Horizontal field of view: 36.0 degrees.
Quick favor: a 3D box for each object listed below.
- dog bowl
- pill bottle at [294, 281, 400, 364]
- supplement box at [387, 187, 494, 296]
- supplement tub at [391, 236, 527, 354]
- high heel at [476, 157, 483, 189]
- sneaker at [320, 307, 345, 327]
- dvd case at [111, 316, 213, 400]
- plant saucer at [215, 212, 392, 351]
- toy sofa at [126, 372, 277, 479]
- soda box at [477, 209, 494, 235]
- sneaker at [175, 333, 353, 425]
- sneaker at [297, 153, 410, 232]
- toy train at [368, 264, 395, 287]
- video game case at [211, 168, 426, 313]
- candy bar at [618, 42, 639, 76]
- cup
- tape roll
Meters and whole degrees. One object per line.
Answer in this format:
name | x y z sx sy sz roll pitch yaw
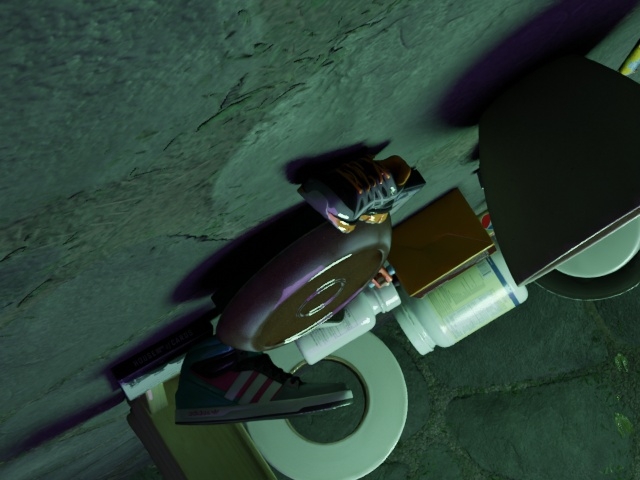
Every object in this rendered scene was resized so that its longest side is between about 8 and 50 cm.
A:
dog bowl | 0.586 -0.046 2.179 0.349 0.349 0.102 -38 180 32
pill bottle | 0.041 0.143 2.020 0.229 0.131 0.131 -31 170 -4
supplement box | 0.234 0.011 1.959 0.191 0.129 0.194 -33 169 8
supplement tub | 0.357 0.136 2.616 0.325 0.235 0.235 -33 170 8
high heel | 0.372 -0.126 1.708 0.186 0.093 0.261 -16 -174 6
sneaker | -0.071 0.121 1.674 0.123 0.106 0.290 -10 168 25
dvd case | -0.270 0.210 1.719 0.179 0.030 0.239 -29 170 -14
plant saucer | -0.011 0.068 1.426 0.310 0.050 0.310 -33 162 -12
toy sofa | -0.218 0.411 1.895 0.150 0.362 0.177 -26 162 -31
soda box | 0.442 -0.058 2.437 0.181 0.058 0.061 -33 170 5
sneaker | -0.099 0.210 1.646 0.295 0.178 0.124 -4 168 -2
sneaker | 0.044 -0.068 1.208 0.083 0.084 0.215 -50 167 21
toy train | 0.056 0.085 1.854 0.166 0.046 0.125 -31 130 12
video game case | 0.000 0.000 1.464 0.275 0.035 0.248 -41 166 34
candy bar | 0.523 -0.303 1.623 0.040 0.018 0.161 -31 169 -3
cup | 0.358 -0.120 1.394 0.331 0.237 0.331 -30 170 -6
tape roll | 0.009 0.372 2.303 0.392 0.392 0.072 -30 170 -7
